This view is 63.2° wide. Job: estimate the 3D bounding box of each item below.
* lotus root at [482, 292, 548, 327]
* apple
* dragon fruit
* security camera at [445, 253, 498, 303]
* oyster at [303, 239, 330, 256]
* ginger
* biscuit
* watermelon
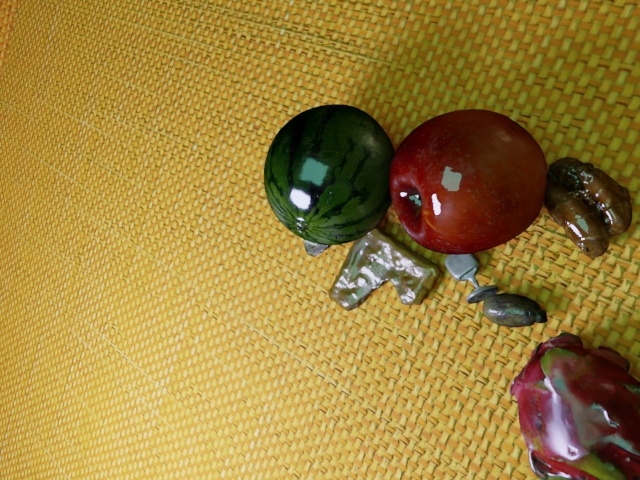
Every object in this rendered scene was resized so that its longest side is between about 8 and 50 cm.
[{"bbox_3d":[0.305,0.109,0.817,0.099,0.054,0.049,6,112,35],"label":"lotus root"},{"bbox_3d":[0.216,-0.087,0.786,0.218,0.202,0.218,168,90,-72],"label":"apple"},{"bbox_3d":[0.392,0.239,0.694,0.269,0.198,0.200,9,50,28],"label":"dragon fruit"},{"bbox_3d":[0.249,0.055,0.866,0.058,0.058,0.092,-37,56,27],"label":"security camera"},{"bbox_3d":[0.002,-0.002,1.043,0.083,0.019,0.054,-39,67,28],"label":"oyster"},{"bbox_3d":[0.383,-0.062,0.760,0.103,0.073,0.162,-44,65,23],"label":"ginger"},{"bbox_3d":[0.114,0.075,0.954,0.183,0.039,0.174,32,104,31],"label":"biscuit"},{"bbox_3d":[0.017,-0.113,0.905,0.243,0.242,0.242,-2,87,34],"label":"watermelon"}]
